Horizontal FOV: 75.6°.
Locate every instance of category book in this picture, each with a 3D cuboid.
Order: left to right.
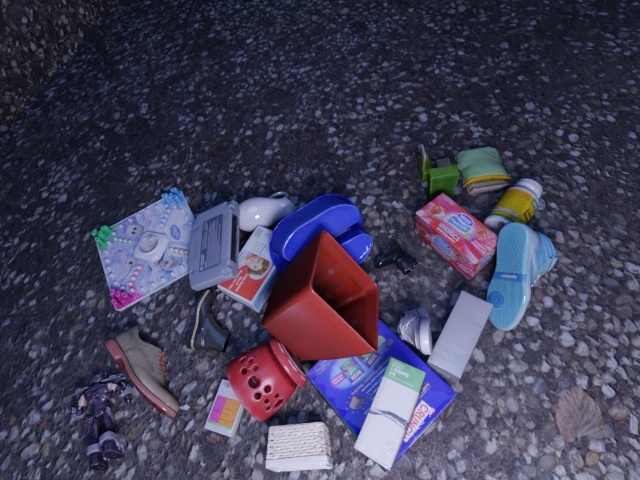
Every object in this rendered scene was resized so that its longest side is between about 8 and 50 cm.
[{"bbox_3d":[-0.278,0.500,1.236,0.096,0.035,0.144,9,62,19],"label":"book"}]

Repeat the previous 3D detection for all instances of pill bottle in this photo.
[{"bbox_3d":[0.640,-0.103,1.359,0.117,0.118,0.208,33,70,26],"label":"pill bottle"}]

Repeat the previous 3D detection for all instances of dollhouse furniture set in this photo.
[{"bbox_3d":[0.516,-0.273,1.462,0.301,0.151,0.198,-9,59,6],"label":"dollhouse furniture set"}]

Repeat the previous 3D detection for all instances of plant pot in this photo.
[{"bbox_3d":[-0.148,0.382,1.179,0.174,0.191,0.191,-37,60,-6],"label":"plant pot"},{"bbox_3d":[-0.008,0.183,1.168,0.235,0.267,0.267,-33,23,26],"label":"plant pot"}]

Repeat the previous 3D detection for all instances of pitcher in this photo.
[{"bbox_3d":[-0.207,-0.118,1.543,0.207,0.126,0.178,-14,34,-5],"label":"pitcher"}]

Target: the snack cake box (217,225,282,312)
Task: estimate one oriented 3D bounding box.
[{"bbox_3d":[-0.212,0.095,1.426,0.152,0.089,0.264,23,67,20],"label":"snack cake box"}]

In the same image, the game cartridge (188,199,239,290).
[{"bbox_3d":[-0.370,0.018,1.427,0.198,0.062,0.298,-22,56,29],"label":"game cartridge"}]

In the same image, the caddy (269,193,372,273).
[{"bbox_3d":[0.000,0.000,1.352,0.341,0.241,0.179,-32,24,-8],"label":"caddy"}]

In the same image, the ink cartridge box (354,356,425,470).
[{"bbox_3d":[0.169,0.413,0.982,0.092,0.160,0.220,20,67,22],"label":"ink cartridge box"}]

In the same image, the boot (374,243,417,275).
[{"bbox_3d":[0.253,0.077,1.374,0.121,0.045,0.099,-38,63,-13],"label":"boot"}]

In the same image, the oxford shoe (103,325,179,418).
[{"bbox_3d":[-0.535,0.400,1.295,0.348,0.123,0.130,40,57,20],"label":"oxford shoe"}]

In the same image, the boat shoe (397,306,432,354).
[{"bbox_3d":[0.261,0.248,1.159,0.088,0.267,0.096,-7,99,10],"label":"boat shoe"}]

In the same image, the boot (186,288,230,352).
[{"bbox_3d":[-0.347,0.270,1.367,0.136,0.077,0.198,8,75,10],"label":"boot"}]

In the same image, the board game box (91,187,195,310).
[{"bbox_3d":[-0.658,0.015,1.581,0.389,0.050,0.390,-30,60,-7],"label":"board game box"}]

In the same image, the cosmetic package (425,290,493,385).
[{"bbox_3d":[0.395,0.279,1.180,0.107,0.127,0.238,22,65,22],"label":"cosmetic package"}]

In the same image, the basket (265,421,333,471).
[{"bbox_3d":[-0.055,0.558,1.113,0.167,0.113,0.103,-7,55,7],"label":"basket"}]

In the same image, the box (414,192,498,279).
[{"bbox_3d":[0.440,-0.017,1.344,0.128,0.123,0.257,-36,60,-11],"label":"box"}]

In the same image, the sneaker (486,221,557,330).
[{"bbox_3d":[0.618,0.114,1.239,0.127,0.208,0.319,16,98,55],"label":"sneaker"}]

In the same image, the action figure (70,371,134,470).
[{"bbox_3d":[-0.666,0.532,1.259,0.185,0.099,0.285,-28,55,2],"label":"action figure"}]

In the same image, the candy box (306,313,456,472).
[{"bbox_3d":[0.162,0.413,1.149,0.268,0.122,0.317,-39,60,-14],"label":"candy box"}]
